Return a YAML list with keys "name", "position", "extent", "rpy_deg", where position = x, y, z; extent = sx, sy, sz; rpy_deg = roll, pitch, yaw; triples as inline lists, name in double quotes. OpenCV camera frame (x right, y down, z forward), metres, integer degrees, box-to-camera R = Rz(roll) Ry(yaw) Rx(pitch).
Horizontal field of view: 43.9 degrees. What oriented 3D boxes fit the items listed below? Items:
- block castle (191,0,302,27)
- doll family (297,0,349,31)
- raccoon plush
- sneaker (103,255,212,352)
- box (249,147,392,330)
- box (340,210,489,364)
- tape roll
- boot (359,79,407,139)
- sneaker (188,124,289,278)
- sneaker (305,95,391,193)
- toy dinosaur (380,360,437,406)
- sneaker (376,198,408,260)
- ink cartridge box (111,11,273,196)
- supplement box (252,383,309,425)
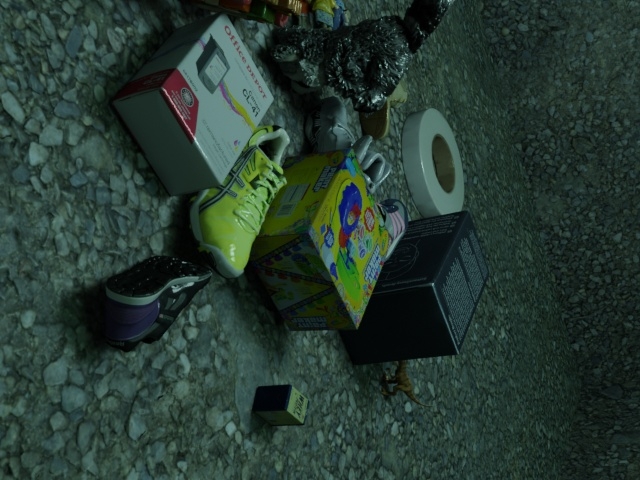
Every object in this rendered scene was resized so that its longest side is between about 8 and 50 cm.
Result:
- name: "block castle"
  position: [-0.120, -0.593, 1.564]
  extent: [0.453, 0.212, 0.303]
  rpy_deg: [-50, 155, -78]
- name: "doll family"
  position: [0.025, -0.613, 2.119]
  extent: [0.263, 0.118, 0.163]
  rpy_deg: [7, 74, -59]
- name: "raccoon plush"
  position: [0.085, -0.518, 1.908]
  extent: [0.299, 0.446, 0.216]
  rpy_deg: [31, 15, -13]
- name: "sneaker"
  position: [-0.291, 0.109, 1.389]
  extent: [0.283, 0.107, 0.124]
  rpy_deg: [-24, 129, -67]
- name: "box"
  position: [0.000, 0.000, 1.749]
  extent: [0.279, 0.177, 0.290]
  rpy_deg: [64, 36, -34]
- name: "box"
  position: [0.245, 0.120, 2.094]
  extent: [0.395, 0.293, 0.212]
  rpy_deg: [-52, 125, -53]
- name: "tape roll"
  position: [0.386, -0.252, 2.688]
  extent: [0.392, 0.072, 0.392]
  rpy_deg: [26, 59, -54]
- name: "boot"
  position: [0.193, -0.412, 2.382]
  extent: [0.203, 0.095, 0.262]
  rpy_deg: [13, 66, -60]
- name: "sneaker"
  position: [-0.154, -0.098, 1.577]
  extent: [0.145, 0.147, 0.385]
  rpy_deg: [45, 37, -40]
- name: "sneaker"
  position: [0.070, -0.228, 1.981]
  extent: [0.137, 0.210, 0.366]
  rpy_deg: [50, 41, -42]
- name: "toy dinosaur"
  position: [0.227, 0.396, 2.156]
  extent: [0.212, 0.112, 0.064]
  rpy_deg: [65, 32, -25]
- name: "sneaker"
  position: [0.165, -0.061, 2.114]
  extent: [0.319, 0.112, 0.131]
  rpy_deg: [-62, 146, -58]
- name: "ink cartridge box"
  position: [-0.237, -0.269, 1.543]
  extent: [0.226, 0.131, 0.306]
  rpy_deg: [60, 36, -31]
- name: "supplement box"
  position: [-0.082, 0.346, 1.661]
  extent: [0.083, 0.083, 0.056]
  rpy_deg: [50, 42, -43]
